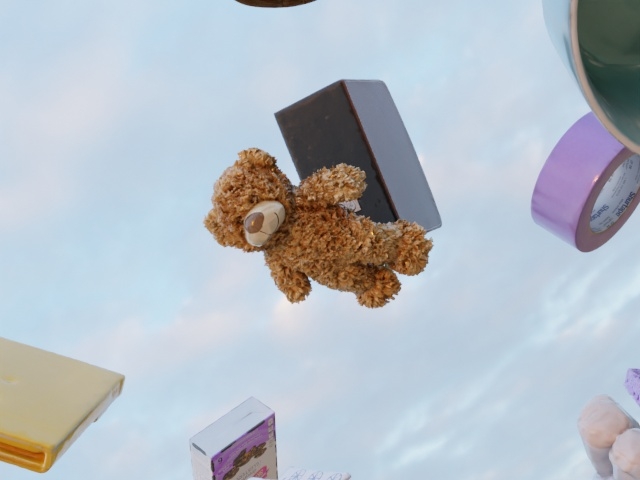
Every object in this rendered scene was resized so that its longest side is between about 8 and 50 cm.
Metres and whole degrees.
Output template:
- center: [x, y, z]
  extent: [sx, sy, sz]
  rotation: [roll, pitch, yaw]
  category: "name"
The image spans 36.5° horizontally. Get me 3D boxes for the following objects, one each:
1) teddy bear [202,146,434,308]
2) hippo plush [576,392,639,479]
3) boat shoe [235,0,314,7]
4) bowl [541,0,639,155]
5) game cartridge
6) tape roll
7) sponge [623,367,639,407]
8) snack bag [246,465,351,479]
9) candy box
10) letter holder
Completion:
- center: [0.000, 0.000, 1.406]
  extent: [0.245, 0.113, 0.338]
  rotation: [-28, -52, 31]
  category: "teddy bear"
- center: [0.430, 0.390, 1.474]
  extent: [0.236, 0.234, 0.294]
  rotation: [-47, -22, 7]
  category: "hippo plush"
- center: [-0.004, -0.407, 1.259]
  extent: [0.342, 0.123, 0.123]
  rotation: [-33, -41, -22]
  category: "boat shoe"
- center: [0.333, -0.240, 0.904]
  extent: [0.311, 0.163, 0.312]
  rotation: [-6, -66, -15]
  category: "bowl"
- center: [-0.489, 0.240, 1.511]
  extent: [0.324, 0.285, 0.053]
  rotation: [-52, -22, -78]
  category: "game cartridge"
- center: [0.384, -0.083, 1.353]
  extent: [0.189, 0.080, 0.189]
  rotation: [-32, -39, -30]
  category: "tape roll"
- center: [0.450, 0.212, 1.170]
  extent: [0.210, 0.117, 0.031]
  rotation: [-73, -3, -77]
  category: "sponge"
- center: [-0.143, 0.442, 1.417]
  extent: [0.323, 0.037, 0.342]
  rotation: [-37, 8, -28]
  category: "snack bag"
- center: [-0.164, 0.426, 1.872]
  extent: [0.164, 0.070, 0.196]
  rotation: [-31, -45, -36]
  category: "candy box"
- center: [0.078, -0.128, 1.769]
  extent: [0.152, 0.302, 0.214]
  rotation: [-23, -2, 28]
  category: "letter holder"
